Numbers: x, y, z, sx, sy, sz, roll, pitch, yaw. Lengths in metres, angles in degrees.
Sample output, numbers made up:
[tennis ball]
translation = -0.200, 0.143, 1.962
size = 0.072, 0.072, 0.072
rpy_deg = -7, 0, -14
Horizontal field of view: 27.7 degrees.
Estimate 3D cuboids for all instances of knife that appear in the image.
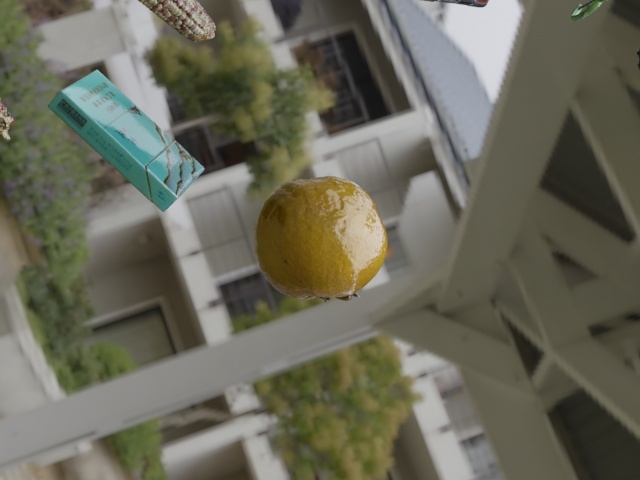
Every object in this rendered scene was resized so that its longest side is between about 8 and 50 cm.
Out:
[knife]
translation = 0.432, -0.364, 1.914
size = 0.015, 0.054, 0.212
rpy_deg = 46, -25, -11

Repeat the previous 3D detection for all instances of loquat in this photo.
[loquat]
translation = 0.000, 0.000, 2.006
size = 0.208, 0.208, 0.208
rpy_deg = 161, -90, -81

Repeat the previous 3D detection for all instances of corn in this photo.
[corn]
translation = -0.267, -0.413, 2.179
size = 0.237, 0.079, 0.079
rpy_deg = 40, 10, -34

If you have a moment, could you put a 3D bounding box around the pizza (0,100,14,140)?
[pizza]
translation = -0.554, -0.241, 2.077
size = 0.199, 0.062, 0.188
rpy_deg = 50, -12, -32

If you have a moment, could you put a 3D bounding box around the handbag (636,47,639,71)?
[handbag]
translation = 0.630, -0.346, 2.386
size = 0.139, 0.115, 0.072
rpy_deg = 23, 56, -57

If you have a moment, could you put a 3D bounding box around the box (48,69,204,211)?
[box]
translation = -0.287, -0.153, 1.954
size = 0.229, 0.041, 0.162
rpy_deg = 43, 21, -5

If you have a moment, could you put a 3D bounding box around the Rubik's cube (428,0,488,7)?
[Rubik's cube]
translation = 0.169, -0.596, 2.246
size = 0.287, 0.292, 0.293
rpy_deg = 37, -66, 29
